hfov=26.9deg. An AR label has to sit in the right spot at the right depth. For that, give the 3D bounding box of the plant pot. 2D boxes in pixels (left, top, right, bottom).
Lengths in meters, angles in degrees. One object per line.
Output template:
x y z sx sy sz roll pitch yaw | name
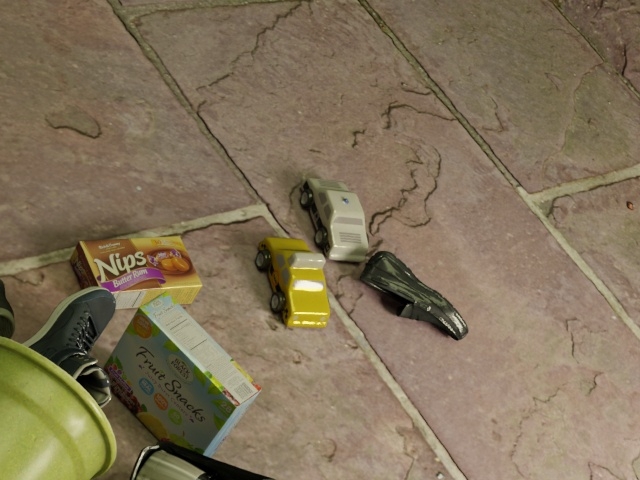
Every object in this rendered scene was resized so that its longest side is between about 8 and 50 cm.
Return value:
-0.440 0.297 1.672 0.276 0.276 0.254 34 51 -1 | plant pot

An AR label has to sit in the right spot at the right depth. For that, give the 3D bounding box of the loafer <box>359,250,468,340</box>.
0.168 0.112 2.407 0.223 0.076 0.078 40 75 -4 | loafer

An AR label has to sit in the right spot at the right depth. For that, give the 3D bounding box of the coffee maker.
-0.151 0.345 1.843 0.178 0.120 0.171 17 23 20 | coffee maker

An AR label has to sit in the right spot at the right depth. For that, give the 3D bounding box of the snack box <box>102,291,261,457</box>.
-0.209 0.208 1.960 0.207 0.174 0.070 44 39 11 | snack box

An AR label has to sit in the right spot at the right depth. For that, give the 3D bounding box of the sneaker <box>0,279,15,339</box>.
-0.558 0.100 1.923 0.222 0.083 0.118 4 29 -22 | sneaker

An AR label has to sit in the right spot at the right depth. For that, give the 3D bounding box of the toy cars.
0.000 0.000 2.381 0.176 0.087 0.394 34 39 -1 | toy cars

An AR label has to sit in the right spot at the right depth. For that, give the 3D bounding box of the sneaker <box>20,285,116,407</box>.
-0.320 0.153 1.822 0.163 0.086 0.226 9 41 38 | sneaker

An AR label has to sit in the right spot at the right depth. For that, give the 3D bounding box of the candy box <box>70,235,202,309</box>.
-0.297 0.052 2.154 0.186 0.053 0.109 -2 51 -37 | candy box
